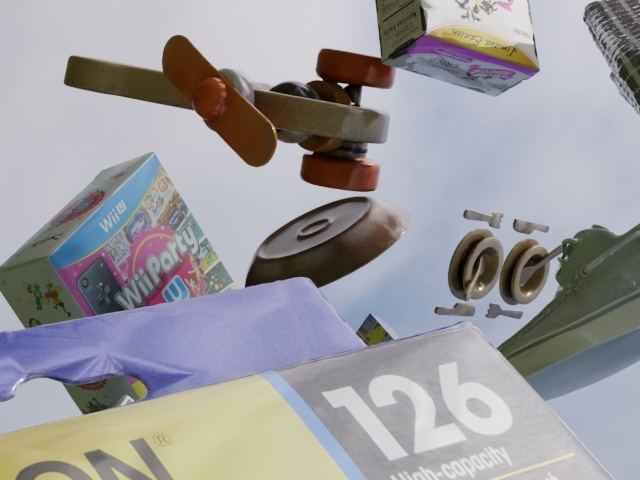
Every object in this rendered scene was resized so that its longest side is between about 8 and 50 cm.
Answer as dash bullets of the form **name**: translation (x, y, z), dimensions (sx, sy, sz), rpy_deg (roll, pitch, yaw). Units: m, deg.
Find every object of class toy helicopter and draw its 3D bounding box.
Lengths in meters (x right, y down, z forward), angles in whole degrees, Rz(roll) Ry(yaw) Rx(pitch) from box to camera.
- **toy helicopter**: translation (-0.106, -0.140, 1.252), dimensions (0.355, 0.235, 0.140), rpy_deg (12, -80, 17)

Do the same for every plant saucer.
- **plant saucer**: translation (0.000, 0.000, 1.346), dimensions (0.198, 0.198, 0.036), rpy_deg (4, -56, 60)

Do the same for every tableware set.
- **tableware set**: translation (0.220, 0.036, 1.465), dimensions (0.039, 0.194, 0.128), rpy_deg (22, -81, 40)

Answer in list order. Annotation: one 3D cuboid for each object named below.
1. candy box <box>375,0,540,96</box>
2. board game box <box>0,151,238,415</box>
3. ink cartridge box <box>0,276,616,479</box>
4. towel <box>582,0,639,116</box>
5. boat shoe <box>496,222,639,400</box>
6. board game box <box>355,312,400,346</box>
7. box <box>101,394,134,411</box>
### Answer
- **candy box**: translation (0.132, -0.278, 1.267), dimensions (0.071, 0.159, 0.233), rpy_deg (-28, -119, 48)
- **board game box**: translation (-0.196, 0.090, 1.392), dimensions (0.097, 0.303, 0.224), rpy_deg (-15, -155, 35)
- **ink cartridge box**: translation (-0.022, 0.111, 0.370), dimensions (0.307, 0.304, 0.072), rpy_deg (50, -49, 30)
- **towel**: translation (0.387, -0.217, 1.206), dimensions (0.235, 0.121, 0.283), rpy_deg (-37, -164, 14)
- **boat shoe**: translation (0.195, 0.025, 0.790), dimensions (0.227, 0.079, 0.081), rpy_deg (-32, -118, 6)
- **board game box**: translation (0.070, 0.192, 1.690), dimensions (0.136, 0.035, 0.201), rpy_deg (-54, -158, 5)
- **box**: translation (-0.197, 0.287, 1.239), dimensions (0.119, 0.182, 0.181), rpy_deg (-38, -167, 26)
